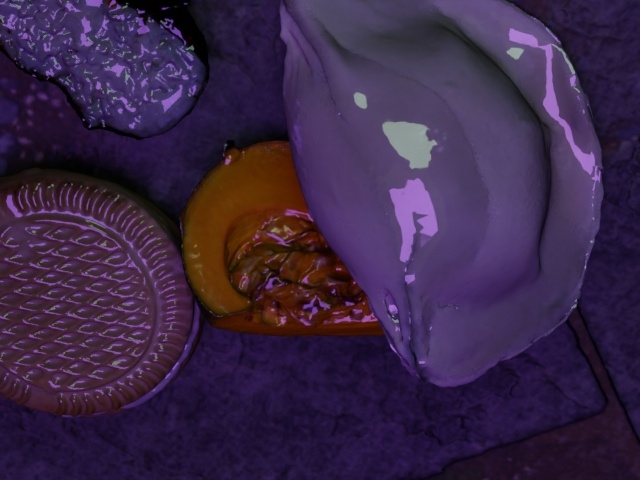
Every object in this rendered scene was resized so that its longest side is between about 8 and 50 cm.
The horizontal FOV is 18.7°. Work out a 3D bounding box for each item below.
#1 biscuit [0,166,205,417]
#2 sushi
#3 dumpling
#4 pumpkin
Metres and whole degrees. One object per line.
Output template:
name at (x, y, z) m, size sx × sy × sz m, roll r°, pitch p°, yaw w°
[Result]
biscuit at (-0.228, 0.051, 1.764) m, size 0.259 × 0.079 × 0.259 m, roll 2°, pitch 115°, yaw 5°
sushi at (-0.184, -0.190, 1.633) m, size 0.212 × 0.115 × 0.147 m, roll 33°, pitch 116°, yaw -11°
dumpling at (0.108, -0.076, 1.629) m, size 0.260 × 0.341 × 0.181 m, roll -20°, pitch 158°, yaw -22°
pumpkin at (0.002, 0.001, 1.721) m, size 0.279 × 0.111 × 0.163 m, roll 1°, pitch 74°, yaw -16°
